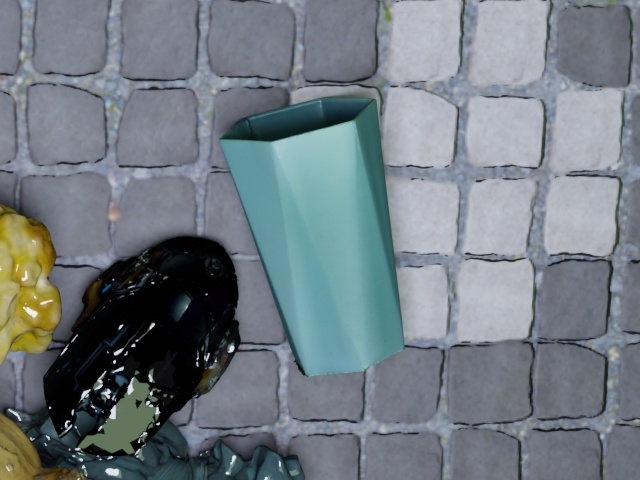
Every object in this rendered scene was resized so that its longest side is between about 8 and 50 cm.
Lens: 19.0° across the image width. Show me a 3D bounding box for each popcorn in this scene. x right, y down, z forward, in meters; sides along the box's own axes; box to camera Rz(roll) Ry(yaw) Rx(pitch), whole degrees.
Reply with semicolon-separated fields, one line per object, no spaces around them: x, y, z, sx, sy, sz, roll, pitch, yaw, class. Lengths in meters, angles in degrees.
-0.311;0.042;1.673;0.180;0.170;0.180;8;107;26;popcorn

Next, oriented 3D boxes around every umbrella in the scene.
-0.188;0.216;1.762;0.349;0.094;0.143;21;87;-12;umbrella

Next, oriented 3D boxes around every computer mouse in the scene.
-0.155;0.088;1.714;0.146;0.077;0.241;35;67;1;computer mouse

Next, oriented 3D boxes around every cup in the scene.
0.000;0.000;1.742;0.148;0.134;0.235;-12;104;-7;cup

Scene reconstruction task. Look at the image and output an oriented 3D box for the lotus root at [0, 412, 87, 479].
-0.351;0.192;1.651;0.303;0.146;0.131;22;102;8;lotus root
